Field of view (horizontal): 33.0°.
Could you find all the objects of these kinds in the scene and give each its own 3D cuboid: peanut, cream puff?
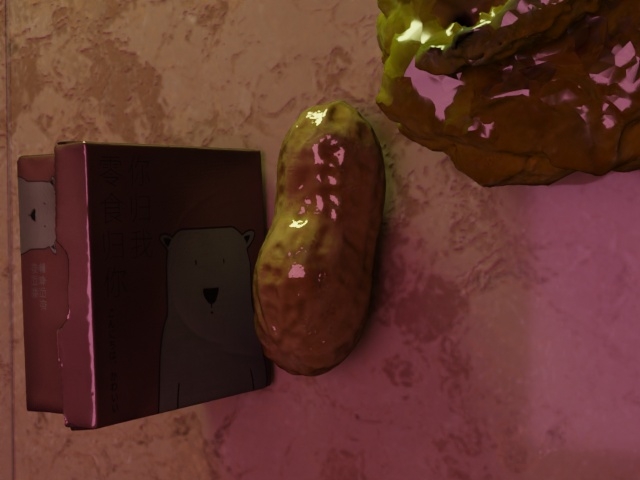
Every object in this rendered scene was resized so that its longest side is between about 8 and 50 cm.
[{"bbox_3d":[0.000,0.000,0.866,0.095,0.108,0.226,12,96,17],"label":"peanut"},{"bbox_3d":[0.153,-0.164,0.737,0.282,0.185,0.282,2,96,24],"label":"cream puff"}]

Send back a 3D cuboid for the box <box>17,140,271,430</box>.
[{"bbox_3d":[-0.141,0.030,0.880,0.086,0.215,0.215,-2,91,35],"label":"box"}]
